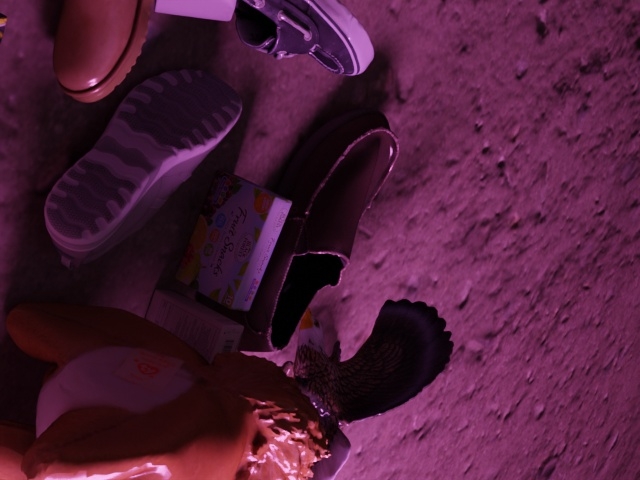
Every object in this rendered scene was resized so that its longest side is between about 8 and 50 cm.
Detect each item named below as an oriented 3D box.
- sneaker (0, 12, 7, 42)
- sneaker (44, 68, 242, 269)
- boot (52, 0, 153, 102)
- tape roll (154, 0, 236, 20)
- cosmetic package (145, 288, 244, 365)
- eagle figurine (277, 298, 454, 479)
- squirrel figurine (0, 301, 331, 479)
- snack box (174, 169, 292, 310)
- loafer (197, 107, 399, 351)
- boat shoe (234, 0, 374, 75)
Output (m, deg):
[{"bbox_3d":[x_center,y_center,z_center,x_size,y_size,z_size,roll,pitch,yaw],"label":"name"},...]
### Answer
[{"bbox_3d":[-0.327,-0.191,1.356,0.083,0.031,0.035,-22,127,-44],"label":"sneaker"},{"bbox_3d":[-0.198,-0.081,1.562,0.281,0.105,0.115,-44,170,-30],"label":"sneaker"},{"bbox_3d":[-0.258,-0.286,1.346,0.269,0.089,0.236,35,70,-55],"label":"boot"},{"bbox_3d":[-0.103,-0.312,1.314,0.072,0.219,0.219,6,112,-9],"label":"tape roll"},{"bbox_3d":[-0.150,0.104,1.692,0.041,0.115,0.060,8,106,-54],"label":"cosmetic package"},{"bbox_3d":[0.018,0.186,1.867,0.298,0.226,0.225,0,108,-50],"label":"eagle figurine"},{"bbox_3d":[-0.188,0.292,1.575,0.397,0.281,0.370,1,120,-25],"label":"squirrel figurine"},{"bbox_3d":[-0.103,0.000,1.700,0.037,0.100,0.141,14,99,-54],"label":"snack box"},{"bbox_3d":[0.000,0.000,1.806,0.366,0.130,0.134,-56,144,-11],"label":"loafer"},{"bbox_3d":[-0.047,-0.252,1.613,0.102,0.108,0.301,-59,142,-8],"label":"boat shoe"}]
